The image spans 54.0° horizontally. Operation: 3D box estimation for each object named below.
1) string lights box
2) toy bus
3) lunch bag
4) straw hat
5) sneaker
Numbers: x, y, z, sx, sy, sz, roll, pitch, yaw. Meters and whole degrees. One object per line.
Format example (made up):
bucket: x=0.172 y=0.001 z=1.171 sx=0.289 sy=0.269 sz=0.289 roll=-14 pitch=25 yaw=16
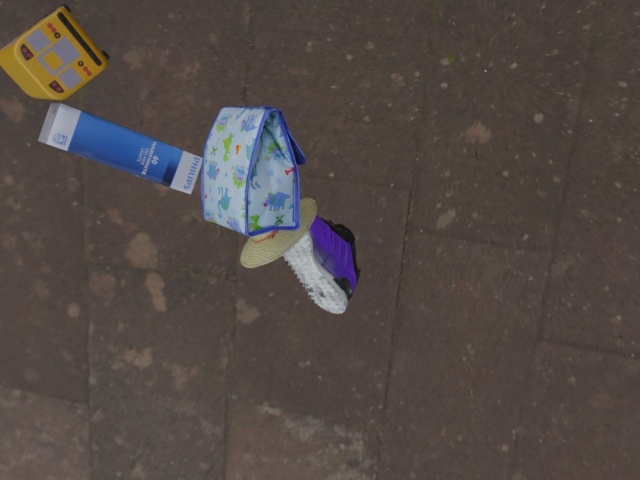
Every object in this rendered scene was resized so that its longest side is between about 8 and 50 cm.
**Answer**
string lights box: x=-0.360 y=-0.167 z=1.142 sx=0.260 sy=0.133 sz=0.076 roll=20 pitch=90 yaw=-31
toy bus: x=-0.459 y=-0.313 z=1.069 sx=0.130 sy=0.333 sz=0.108 roll=-46 pitch=121 yaw=-15
lunch bag: x=-0.088 y=-0.092 z=0.791 sx=0.129 sy=0.096 sz=0.151 roll=16 pitch=112 yaw=51
straw hat: x=-0.080 y=-0.030 z=0.910 sx=0.145 sy=0.144 sz=0.061 roll=-32 pitch=118 yaw=20
sneaker: x=-0.001 y=0.000 z=1.298 sx=0.102 sy=0.146 sz=0.293 roll=2 pitch=131 yaw=41
